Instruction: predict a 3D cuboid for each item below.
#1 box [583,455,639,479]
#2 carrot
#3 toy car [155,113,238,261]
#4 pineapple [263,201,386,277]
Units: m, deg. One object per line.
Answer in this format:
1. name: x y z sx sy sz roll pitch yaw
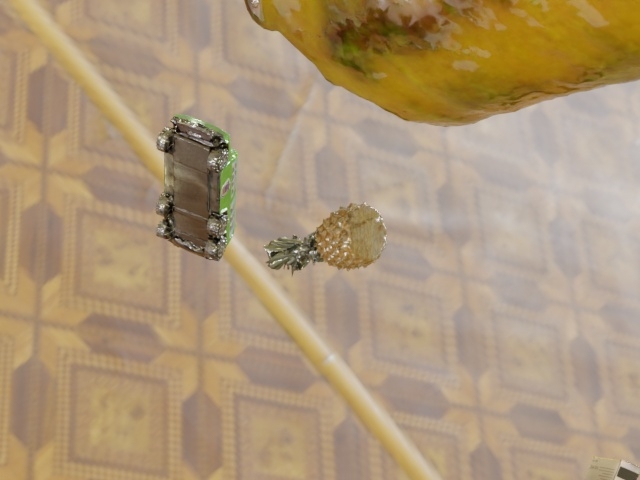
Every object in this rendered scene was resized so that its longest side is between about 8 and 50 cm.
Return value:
1. box: 0.330 0.393 1.828 0.033 0.129 0.247 24 83 -3
2. carrot: 0.137 -0.206 0.913 0.241 0.340 0.241 14 70 -42
3. toy car: -0.116 -0.055 1.410 0.071 0.165 0.062 21 47 16
4. pineapple: 0.000 0.000 1.215 0.058 0.124 0.058 5 82 -40
